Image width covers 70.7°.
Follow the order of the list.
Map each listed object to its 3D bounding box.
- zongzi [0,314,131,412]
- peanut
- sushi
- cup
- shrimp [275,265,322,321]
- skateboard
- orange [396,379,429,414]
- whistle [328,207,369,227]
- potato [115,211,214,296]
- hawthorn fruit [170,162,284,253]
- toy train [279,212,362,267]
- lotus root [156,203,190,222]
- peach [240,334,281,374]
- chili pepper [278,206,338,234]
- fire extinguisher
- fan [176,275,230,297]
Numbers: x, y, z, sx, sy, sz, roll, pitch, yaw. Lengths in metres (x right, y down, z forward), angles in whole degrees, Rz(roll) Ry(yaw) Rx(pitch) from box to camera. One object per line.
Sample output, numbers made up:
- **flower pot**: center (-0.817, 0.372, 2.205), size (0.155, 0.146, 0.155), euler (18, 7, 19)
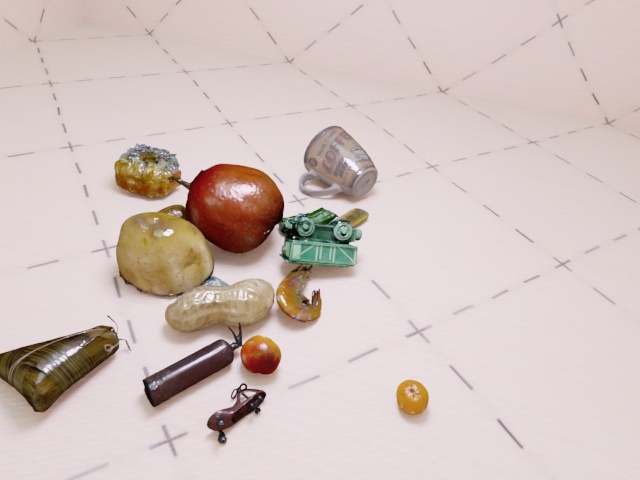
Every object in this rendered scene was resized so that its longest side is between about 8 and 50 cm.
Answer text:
- **zongzi**: center (-0.640, 0.260, 1.090), size (0.241, 0.111, 0.248), euler (19, 35, 24)
- **peanut**: center (-0.268, 0.182, 1.229), size (0.298, 0.120, 0.136), euler (-7, 37, -14)
- **sushi**: center (-0.650, -0.260, 1.678), size (0.274, 0.139, 0.184), euler (14, 38, -2)
- **cup**: center (0.063, -0.272, 1.780), size (0.301, 0.227, 0.257), euler (-40, 58, -7)
- **shrimp**: center (-0.054, 0.148, 1.338), size (0.150, 0.068, 0.248), euler (36, 32, -13)
- **skateboard**: center (-0.196, 0.388, 1.046), size (0.080, 0.067, 0.151), euler (26, 36, 36)
- **orange**: center (0.226, 0.382, 1.104), size (0.083, 0.070, 0.083), euler (2, 43, -2)
- **whistle**: center (0.052, -0.042, 1.596), size (0.068, 0.057, 0.326), euler (33, 45, 27)
- **potato**: center (-0.463, 0.020, 1.314), size (0.285, 0.242, 0.242), euler (14, 40, 7)
- **hawthorn fruit**: center (-0.301, -0.121, 1.439), size (0.369, 0.284, 0.284), euler (22, 38, -10)
- **toy train**: center (0.000, 0.000, 1.428), size (0.269, 0.154, 0.115), euler (5, 10, -21)
- **lotus root**: center (-0.516, -0.051, 1.490), size (0.191, 0.108, 0.094), euler (-22, 11, -17)
- **peach**: center (-0.149, 0.288, 1.133), size (0.101, 0.100, 0.100), euler (5, 40, -4)
- **chili pepper**: center (-0.040, -0.069, 1.611), size (0.224, 0.061, 0.098), euler (-15, 40, -27)
- **fire extinguisher**: center (-0.299, 0.298, 1.107), size (0.268, 0.089, 0.072), euler (-25, 5, -33)
- **fan**: center (-0.344, 0.150, 1.336), size (0.240, 0.009, 0.131), euler (14, 38, 8)
